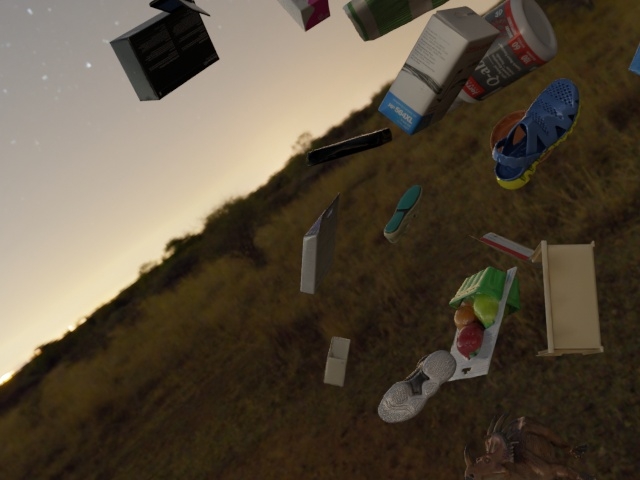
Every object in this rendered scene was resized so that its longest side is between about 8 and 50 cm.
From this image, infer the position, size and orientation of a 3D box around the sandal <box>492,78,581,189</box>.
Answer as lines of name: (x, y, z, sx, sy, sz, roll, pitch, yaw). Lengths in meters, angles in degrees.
sandal: (0.558, -0.283, 1.662, 0.138, 0.126, 0.317, 20, -75, -51)

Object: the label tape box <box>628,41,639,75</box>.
label tape box: (0.900, -0.553, 1.638, 0.334, 0.106, 0.241, -47, -26, -41)

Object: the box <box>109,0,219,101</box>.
box: (-0.436, -0.538, 1.810, 0.103, 0.184, 0.261, 5, 40, 41)

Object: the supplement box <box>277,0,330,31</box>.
supplement box: (-0.075, -0.832, 2.149, 0.111, 0.220, 0.114, -34, -23, -7)

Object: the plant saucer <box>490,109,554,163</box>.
plant saucer: (0.641, -0.315, 2.014, 0.200, 0.200, 0.037, -36, -25, 6)

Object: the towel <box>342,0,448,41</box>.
towel: (0.214, -0.503, 1.283, 0.324, 0.038, 0.248, -20, -1, 14)

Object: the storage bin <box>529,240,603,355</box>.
storage bin: (0.602, 0.152, 1.586, 0.123, 0.262, 0.260, -3, -12, 10)

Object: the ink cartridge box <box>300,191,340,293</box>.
ink cartridge box: (0.000, 0.000, 1.727, 0.045, 0.224, 0.223, 11, 22, 11)

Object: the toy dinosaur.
toy dinosaur: (0.383, 0.388, 1.188, 0.127, 0.200, 0.295, -60, -14, 17)

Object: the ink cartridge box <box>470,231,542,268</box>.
ink cartridge box: (0.637, 0.020, 2.153, 0.232, 0.189, 0.066, 25, -88, -52)

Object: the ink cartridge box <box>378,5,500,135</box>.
ink cartridge box: (0.214, -0.308, 1.154, 0.148, 0.086, 0.203, -32, -20, -48)

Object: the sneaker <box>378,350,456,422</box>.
sneaker: (0.282, 0.422, 1.842, 0.268, 0.101, 0.153, -42, -11, 2)

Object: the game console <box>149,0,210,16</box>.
game console: (-0.371, -0.609, 1.684, 0.107, 0.071, 0.122, -21, 3, 19)

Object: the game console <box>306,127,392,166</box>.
game console: (0.114, -0.272, 1.779, 0.213, 0.044, 0.361, -13, 10, 25)

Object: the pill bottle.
pill bottle: (0.483, -0.535, 1.873, 0.363, 0.210, 0.210, -28, 10, 41)

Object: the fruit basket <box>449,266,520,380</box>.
fruit basket: (0.512, 0.277, 2.031, 0.327, 0.165, 0.353, 128, 159, -68)

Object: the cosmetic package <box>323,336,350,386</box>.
cosmetic package: (0.035, 0.246, 1.305, 0.041, 0.060, 0.115, 9, 11, 5)

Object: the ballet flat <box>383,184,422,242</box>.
ballet flat: (0.308, -0.090, 2.305, 0.248, 0.086, 0.086, -54, 13, -24)
